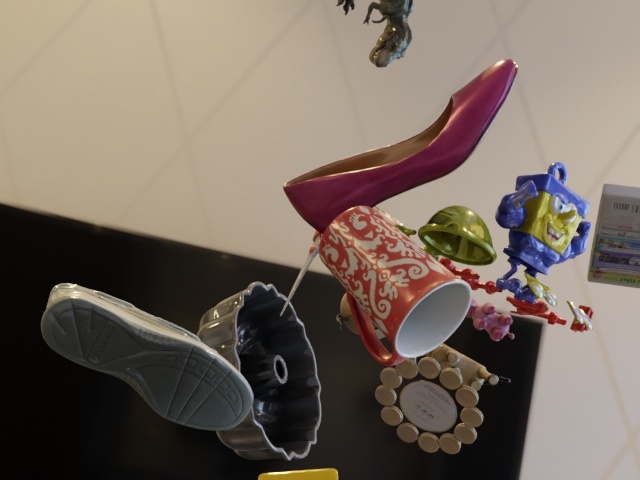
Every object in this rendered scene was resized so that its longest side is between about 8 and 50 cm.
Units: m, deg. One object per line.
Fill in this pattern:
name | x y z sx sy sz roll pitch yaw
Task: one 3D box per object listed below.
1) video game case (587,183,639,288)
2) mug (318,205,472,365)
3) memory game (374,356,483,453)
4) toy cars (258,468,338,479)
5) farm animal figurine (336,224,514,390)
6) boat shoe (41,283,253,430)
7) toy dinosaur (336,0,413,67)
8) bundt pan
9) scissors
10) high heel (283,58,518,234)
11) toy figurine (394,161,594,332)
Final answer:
video game case | 0.475 0.005 1.444 0.212 0.023 0.193 7 -38 12
mug | 0.070 0.056 1.281 0.169 0.150 0.113 46 13 35
memory game | 0.174 0.267 1.745 0.186 0.186 0.012 4 28 27
toy cars | 0.053 0.352 0.940 0.394 0.176 0.087 32 -38 38
farm animal figurine | 0.182 0.121 2.002 0.327 0.330 0.172 -3 2 -9
boat shoe | -0.235 0.157 1.500 0.320 0.118 0.103 28 14 -18
toy dinosaur | 0.074 -0.346 1.365 0.118 0.268 0.064 5 -1 36
bundt pan | -0.125 0.247 1.968 0.124 0.330 0.331 -16 -24 22
scissors | 0.000 0.000 1.907 0.021 0.297 0.109 39 -39 -22
high heel | 0.117 -0.150 1.585 0.181 0.377 0.127 38 10 -6
toy figurine | 0.288 -0.032 1.604 0.362 0.217 0.191 30 -11 -32
